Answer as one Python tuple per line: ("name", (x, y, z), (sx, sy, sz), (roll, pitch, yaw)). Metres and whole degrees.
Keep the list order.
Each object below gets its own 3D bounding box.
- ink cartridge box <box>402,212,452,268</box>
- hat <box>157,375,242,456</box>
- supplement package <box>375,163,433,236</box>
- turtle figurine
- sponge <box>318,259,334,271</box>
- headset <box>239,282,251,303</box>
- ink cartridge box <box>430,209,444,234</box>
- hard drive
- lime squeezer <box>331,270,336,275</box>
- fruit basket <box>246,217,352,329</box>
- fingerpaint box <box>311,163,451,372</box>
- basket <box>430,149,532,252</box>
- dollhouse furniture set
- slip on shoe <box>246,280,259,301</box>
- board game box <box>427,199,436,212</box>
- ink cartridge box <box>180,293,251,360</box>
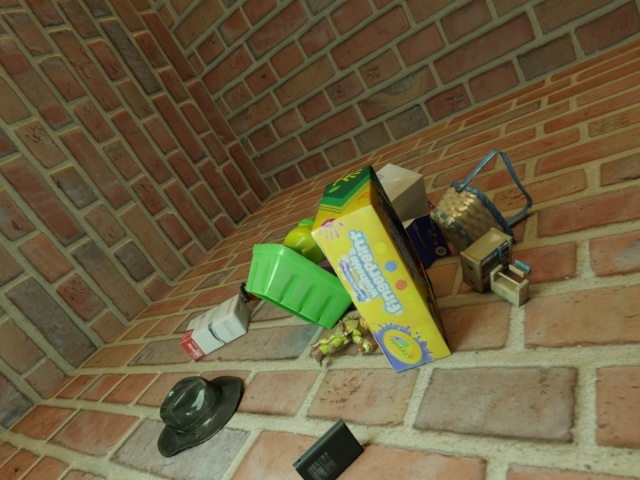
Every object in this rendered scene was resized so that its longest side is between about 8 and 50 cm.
("ink cartridge box", (0.254, 0.042, 1.441), (0.371, 0.175, 0.069), (-20, 22, 31))
("hat", (-0.426, 0.529, 1.341), (0.331, 0.134, 0.331), (-29, 17, 10))
("supplement package", (0.285, -0.105, 1.523), (0.177, 0.293, 0.175), (-39, 42, -19))
("turtle figurine", (0.075, 0.291, 1.221), (0.217, 0.087, 0.269), (-32, 18, -2))
("sponge", (-0.012, 0.103, 1.733), (0.210, 0.031, 0.117), (-4, 21, -29))
("headset", (-0.182, 0.157, 1.867), (0.394, 0.185, 0.243), (-21, 45, -19))
("ink cartridge box", (0.503, -0.081, 1.525), (0.127, 0.072, 0.175), (-30, 18, 8))
("hard drive", (0.019, 0.459, 0.861), (0.135, 0.094, 0.022), (-37, 19, -16))
("lime squeezer", (-0.029, 0.191, 1.652), (0.310, 0.059, 0.110), (-35, -22, -17))
("fruit basket", (-0.048, 0.082, 1.450), (0.392, 0.392, 0.283), (-41, 20, -26))
("fingerpaint box", (0.171, 0.056, 1.106), (0.163, 0.445, 0.371), (-25, 18, 17))
("basket", (0.514, -0.107, 1.290), (0.289, 0.255, 0.201), (-40, 24, 7))
("dollhouse furniture set", (0.492, 0.083, 1.084), (0.129, 0.129, 0.184), (-36, 43, -13))
("slip on shoe", (-0.232, 0.179, 1.978), (0.331, 0.123, 0.101), (-36, 22, -28))
("board game box", (0.335, -0.061, 1.765), (0.347, 0.056, 0.208), (-30, 28, 6))
("ink cartridge box", (-0.457, 0.380, 1.804), (0.273, 0.114, 0.197), (-30, 17, 7))
